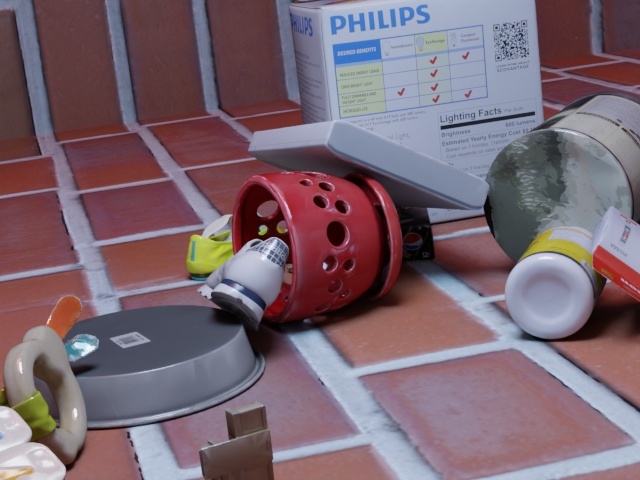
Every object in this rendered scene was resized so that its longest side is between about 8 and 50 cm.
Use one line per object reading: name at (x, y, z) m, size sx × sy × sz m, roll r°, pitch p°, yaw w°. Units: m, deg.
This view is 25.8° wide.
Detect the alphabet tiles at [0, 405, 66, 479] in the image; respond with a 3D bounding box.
alphabet tiles at (-0.333, 0.228, 1.131) m, size 0.278 × 0.021 × 0.284 m, roll -19°, pitch 43°, yaw -39°

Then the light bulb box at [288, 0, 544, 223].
light bulb box at (0.158, -0.223, 2.249) m, size 0.358 × 0.361 × 0.225 m, roll -9°, pitch 14°, yaw -13°

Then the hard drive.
hard drive at (0.056, -0.101, 1.943) m, size 0.233 × 0.047 × 0.353 m, roll 21°, pitch -5°, yaw -19°

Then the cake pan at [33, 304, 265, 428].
cake pan at (-0.212, 0.138, 1.606) m, size 0.293 × 0.054 × 0.293 m, roll -6°, pitch 14°, yaw 2°

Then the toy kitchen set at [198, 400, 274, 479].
toy kitchen set at (-0.091, 0.189, 1.274) m, size 0.068 × 0.083 × 0.075 m, roll -13°, pitch 15°, yaw -27°

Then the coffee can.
coffee can at (0.363, -0.083, 1.917) m, size 0.201 × 0.202 × 0.275 m, roll 1°, pitch 15°, yaw 27°

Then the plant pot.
plant pot at (0.000, 0.000, 1.785) m, size 0.174 × 0.191 × 0.191 m, roll -10°, pitch 14°, yaw -25°

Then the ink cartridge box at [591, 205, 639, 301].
ink cartridge box at (0.380, 0.034, 1.602) m, size 0.145 × 0.045 × 0.179 m, roll 36°, pitch 16°, yaw 1°

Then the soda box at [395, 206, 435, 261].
soda box at (0.134, -0.016, 2.066) m, size 0.060 × 0.053 × 0.169 m, roll -6°, pitch 13°, yaw 3°

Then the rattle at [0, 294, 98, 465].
rattle at (-0.311, 0.156, 1.438) m, size 0.143 × 0.130 × 0.200 m, roll -39°, pitch 36°, yaw 21°

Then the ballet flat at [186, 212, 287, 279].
ballet flat at (-0.122, -0.007, 2.096) m, size 0.077 × 0.077 × 0.231 m, roll 2°, pitch 16°, yaw 33°

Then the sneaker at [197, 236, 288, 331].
sneaker at (-0.087, 0.050, 1.704) m, size 0.090 × 0.095 × 0.235 m, roll 32°, pitch -10°, yaw -11°

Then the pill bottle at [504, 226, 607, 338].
pill bottle at (0.285, 0.042, 1.654) m, size 0.103 × 0.103 × 0.184 m, roll -1°, pitch 14°, yaw 20°

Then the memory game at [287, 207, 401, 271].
memory game at (0.034, -0.001, 2.020) m, size 0.186 × 0.012 × 0.186 m, roll -26°, pitch 11°, yaw 6°
